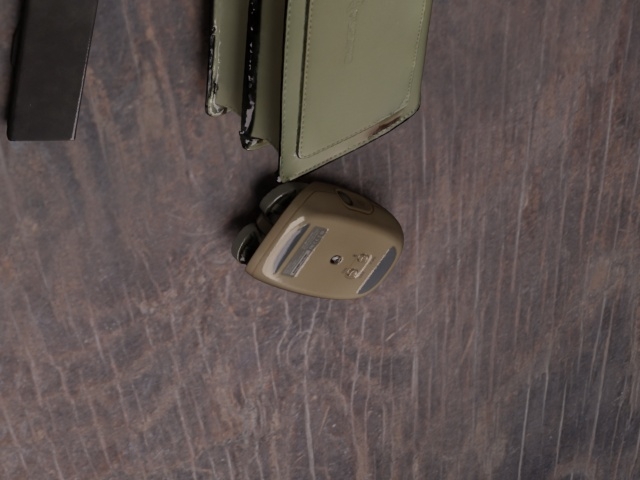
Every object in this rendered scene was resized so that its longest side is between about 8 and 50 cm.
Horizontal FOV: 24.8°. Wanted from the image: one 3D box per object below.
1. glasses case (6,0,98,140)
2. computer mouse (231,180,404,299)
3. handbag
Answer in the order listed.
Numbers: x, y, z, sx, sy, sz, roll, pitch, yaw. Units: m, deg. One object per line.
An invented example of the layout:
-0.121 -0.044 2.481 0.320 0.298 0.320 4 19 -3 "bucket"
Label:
-0.265 -0.182 1.432 0.072 0.042 0.191 -4 132 -27 "glasses case"
0.000 0.000 1.796 0.236 0.082 0.145 13 120 -43 "computer mouse"
0.014 -0.265 1.482 0.236 0.160 0.359 -23 141 -27 "handbag"
